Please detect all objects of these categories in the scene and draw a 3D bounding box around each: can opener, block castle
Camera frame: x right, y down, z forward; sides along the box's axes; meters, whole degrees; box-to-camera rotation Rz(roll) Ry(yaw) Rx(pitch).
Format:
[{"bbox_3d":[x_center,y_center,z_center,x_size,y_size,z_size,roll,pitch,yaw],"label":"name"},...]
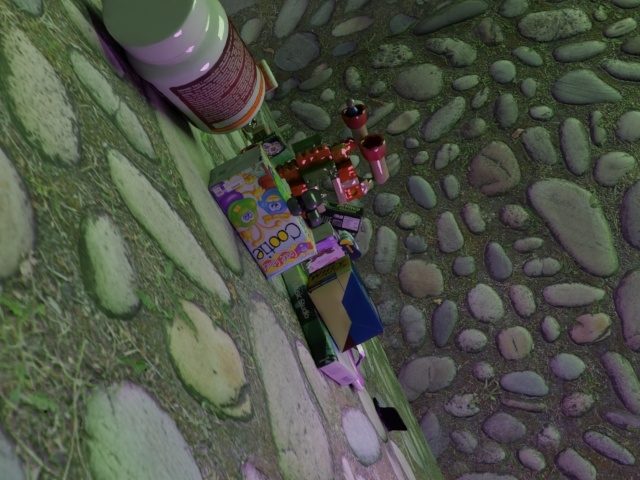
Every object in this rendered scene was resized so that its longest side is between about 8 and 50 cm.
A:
[{"bbox_3d":[-0.022,-0.083,1.337,0.093,0.074,0.280,64,7,0],"label":"can opener"},{"bbox_3d":[-0.024,-0.269,1.812,0.303,0.454,0.212,-110,178,-48],"label":"block castle"}]

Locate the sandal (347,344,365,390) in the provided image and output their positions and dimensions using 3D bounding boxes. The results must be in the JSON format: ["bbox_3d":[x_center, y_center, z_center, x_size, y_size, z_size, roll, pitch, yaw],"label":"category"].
[{"bbox_3d":[0.092,0.315,1.867,0.169,0.102,0.416,58,7,-38],"label":"sandal"}]

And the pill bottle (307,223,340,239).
[{"bbox_3d":[0.000,0.000,2.234,0.161,0.161,0.283,62,5,-12],"label":"pill bottle"}]

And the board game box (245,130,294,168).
[{"bbox_3d":[-0.197,-0.350,2.204,0.030,0.136,0.259,61,4,14],"label":"board game box"}]

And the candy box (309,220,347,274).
[{"bbox_3d":[0.000,0.042,1.995,0.196,0.165,0.070,56,10,-50],"label":"candy box"}]

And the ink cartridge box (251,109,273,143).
[{"bbox_3d":[-0.249,-0.451,2.464,0.193,0.088,0.234,61,6,-32],"label":"ink cartridge box"}]

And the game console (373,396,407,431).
[{"bbox_3d":[0.256,0.637,2.031,0.122,0.071,0.107,61,6,-21],"label":"game console"}]

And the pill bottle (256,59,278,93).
[{"bbox_3d":[-0.288,-0.612,2.181,0.121,0.216,0.121,62,5,-9],"label":"pill bottle"}]

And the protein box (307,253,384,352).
[{"bbox_3d":[0.070,0.173,1.574,0.199,0.136,0.201,62,5,-9],"label":"protein box"}]

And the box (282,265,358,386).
[{"bbox_3d":[-0.003,0.239,1.576,0.322,0.059,0.232,64,5,31],"label":"box"}]

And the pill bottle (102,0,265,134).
[{"bbox_3d":[-0.277,-0.401,1.191,0.224,0.224,0.392,64,5,14],"label":"pill bottle"}]

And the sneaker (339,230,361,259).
[{"bbox_3d":[0.107,0.018,1.975,0.144,0.053,0.059,59,15,-50],"label":"sneaker"}]

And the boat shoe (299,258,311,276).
[{"bbox_3d":[-0.060,0.075,1.793,0.206,0.065,0.075,60,6,-26],"label":"boat shoe"}]

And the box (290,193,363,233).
[{"bbox_3d":[0.015,-0.112,2.192,0.242,0.308,0.076,-60,162,-77],"label":"box"}]

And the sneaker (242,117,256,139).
[{"bbox_3d":[-0.297,-0.487,2.292,0.061,0.065,0.157,56,9,-53],"label":"sneaker"}]

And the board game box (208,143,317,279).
[{"bbox_3d":[-0.137,-0.070,1.351,0.275,0.142,0.144,60,6,-27],"label":"board game box"}]
